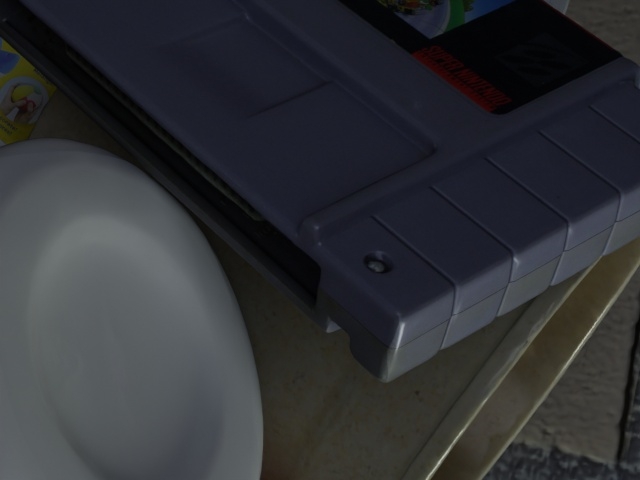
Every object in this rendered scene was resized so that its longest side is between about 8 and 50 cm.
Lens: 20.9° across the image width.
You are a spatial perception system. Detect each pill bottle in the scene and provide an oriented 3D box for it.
[{"bbox_3d":[-0.251,0.112,0.894,0.408,0.229,0.229,-19,77,30],"label":"pill bottle"}]

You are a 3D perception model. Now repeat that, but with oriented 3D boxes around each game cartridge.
[{"bbox_3d":[0.000,-0.095,0.890,0.230,0.068,0.355,-30,55,-30],"label":"game cartridge"}]

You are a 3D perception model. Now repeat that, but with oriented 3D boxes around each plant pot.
[{"bbox_3d":[0.000,0.000,1.031,0.305,0.334,0.334,38,73,13],"label":"plant pot"}]

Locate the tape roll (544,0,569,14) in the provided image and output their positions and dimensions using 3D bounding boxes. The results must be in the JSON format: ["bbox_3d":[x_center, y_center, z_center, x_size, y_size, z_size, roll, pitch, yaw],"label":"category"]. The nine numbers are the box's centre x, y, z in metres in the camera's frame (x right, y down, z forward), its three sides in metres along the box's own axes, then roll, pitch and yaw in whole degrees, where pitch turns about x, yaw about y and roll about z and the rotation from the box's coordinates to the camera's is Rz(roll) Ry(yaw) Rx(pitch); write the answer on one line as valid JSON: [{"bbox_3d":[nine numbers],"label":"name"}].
[{"bbox_3d":[0.059,-0.188,1.191,0.219,0.072,0.219,2,77,-9],"label":"tape roll"}]

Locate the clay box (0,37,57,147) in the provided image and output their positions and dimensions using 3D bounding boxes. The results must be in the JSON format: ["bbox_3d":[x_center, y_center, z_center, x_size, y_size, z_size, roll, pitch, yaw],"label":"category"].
[{"bbox_3d":[-0.212,-0.128,1.141,0.127,0.053,0.222,38,72,1],"label":"clay box"}]
